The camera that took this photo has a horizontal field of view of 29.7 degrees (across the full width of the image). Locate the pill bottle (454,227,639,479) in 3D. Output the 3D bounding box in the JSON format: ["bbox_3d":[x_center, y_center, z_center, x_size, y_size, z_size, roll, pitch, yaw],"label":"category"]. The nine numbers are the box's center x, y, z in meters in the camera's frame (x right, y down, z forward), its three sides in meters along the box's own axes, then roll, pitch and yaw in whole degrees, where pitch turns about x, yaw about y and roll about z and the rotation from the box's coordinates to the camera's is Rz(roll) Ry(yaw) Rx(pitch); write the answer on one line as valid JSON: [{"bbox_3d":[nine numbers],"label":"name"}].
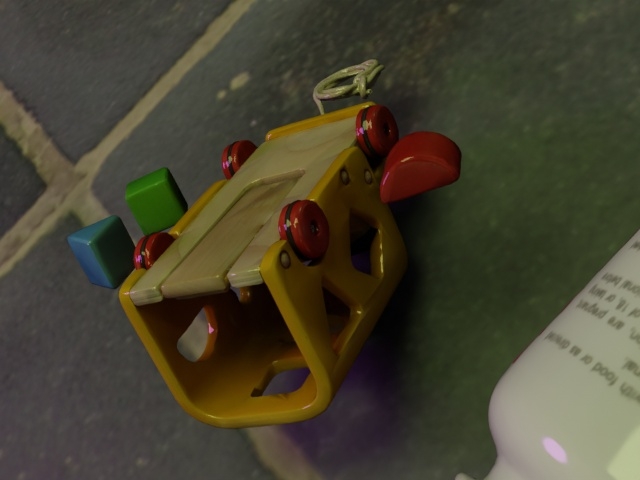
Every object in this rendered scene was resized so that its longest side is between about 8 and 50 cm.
[{"bbox_3d":[0.162,0.058,0.418,0.283,0.160,0.160,-47,44,-1],"label":"pill bottle"}]

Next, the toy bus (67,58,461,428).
[{"bbox_3d":[-0.009,0.007,0.619,0.202,0.104,0.191,-29,22,-10],"label":"toy bus"}]
